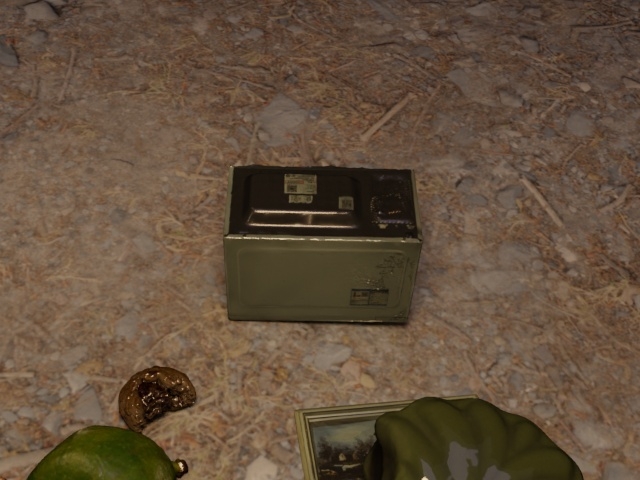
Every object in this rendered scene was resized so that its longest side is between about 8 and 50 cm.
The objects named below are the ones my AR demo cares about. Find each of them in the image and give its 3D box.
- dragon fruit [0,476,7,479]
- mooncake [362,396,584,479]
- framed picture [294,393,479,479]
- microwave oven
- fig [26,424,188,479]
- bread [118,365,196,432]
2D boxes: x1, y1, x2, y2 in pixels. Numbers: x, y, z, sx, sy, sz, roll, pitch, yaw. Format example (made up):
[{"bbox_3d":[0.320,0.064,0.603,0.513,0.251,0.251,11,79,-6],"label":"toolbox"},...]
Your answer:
[{"bbox_3d":[-0.386,0.363,0.933,0.296,0.314,0.263,6,16,30],"label":"dragon fruit"},{"bbox_3d":[0.182,0.380,1.125,0.352,0.187,0.351,5,52,-7],"label":"mooncake"},{"bbox_3d":[0.122,0.330,1.283,0.296,0.019,0.232,-3,49,-12],"label":"framed picture"},{"bbox_3d":[0.000,0.000,1.414,0.295,0.237,0.181,1,48,-2],"label":"microwave oven"},{"bbox_3d":[-0.259,0.338,1.149,0.203,0.235,0.203,-2,83,19],"label":"fig"},{"bbox_3d":[-0.244,0.222,1.294,0.113,0.060,0.082,-28,61,-27],"label":"bread"}]
